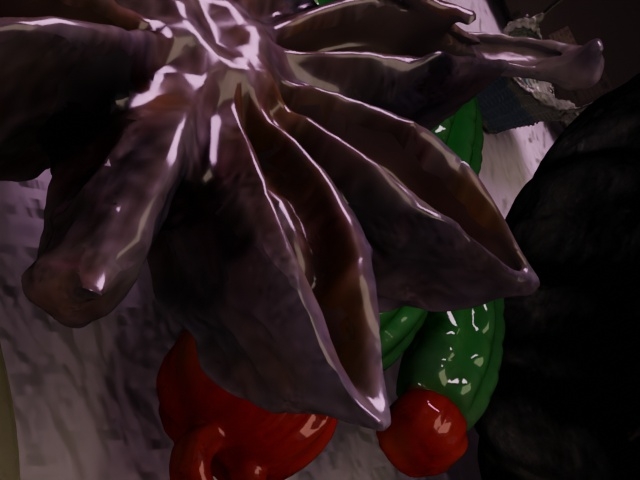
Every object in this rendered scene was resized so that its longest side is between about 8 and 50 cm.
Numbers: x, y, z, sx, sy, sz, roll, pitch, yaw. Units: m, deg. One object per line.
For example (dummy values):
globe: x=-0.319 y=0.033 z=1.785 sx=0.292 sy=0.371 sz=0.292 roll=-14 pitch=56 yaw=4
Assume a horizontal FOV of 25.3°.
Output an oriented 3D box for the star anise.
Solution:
star anise: x=-0.026 y=-0.044 z=0.393 sx=0.262 sy=0.081 sz=0.230 roll=-3 pitch=51 yaw=-45

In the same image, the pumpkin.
pumpkin: x=0.173 y=0.052 z=0.622 sx=0.296 sy=0.296 sz=0.296 roll=41 pitch=36 yaw=-39

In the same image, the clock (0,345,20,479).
clock: x=-0.150 y=0.027 z=0.262 sx=0.235 sy=0.029 sz=0.235 roll=39 pitch=38 yaw=-39

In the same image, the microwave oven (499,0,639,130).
microwave oven: x=0.201 y=-0.211 z=0.915 sx=0.247 sy=0.178 sz=0.188 roll=64 pitch=27 yaw=-5

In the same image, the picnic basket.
picnic basket: x=0.122 y=-0.094 z=0.785 sx=0.083 sy=0.083 sz=0.065 roll=15 pitch=51 yaw=-60

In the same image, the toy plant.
toy plant: x=0.009 y=0.001 z=0.492 sx=0.154 sy=0.088 sz=0.240 roll=29 pitch=45 yaw=-40
